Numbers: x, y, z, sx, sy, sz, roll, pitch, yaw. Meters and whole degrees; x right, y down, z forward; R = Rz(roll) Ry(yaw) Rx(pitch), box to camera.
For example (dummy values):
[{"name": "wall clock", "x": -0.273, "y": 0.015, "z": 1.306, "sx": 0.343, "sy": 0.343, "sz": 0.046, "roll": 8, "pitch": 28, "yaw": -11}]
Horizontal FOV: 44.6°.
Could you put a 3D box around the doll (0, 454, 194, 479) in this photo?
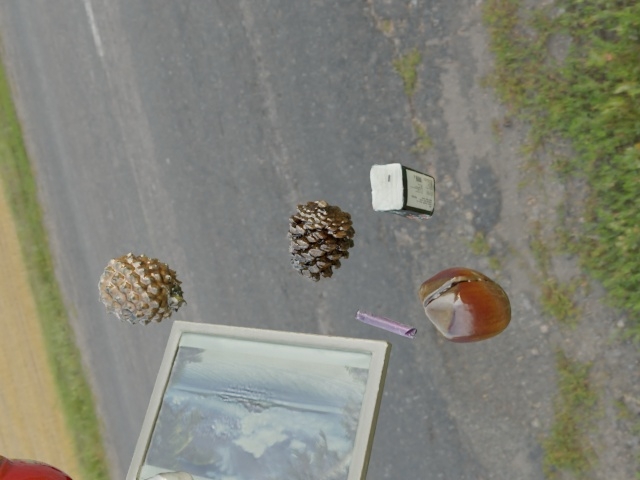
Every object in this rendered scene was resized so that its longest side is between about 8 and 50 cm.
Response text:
[{"name": "doll", "x": -0.216, "y": 0.186, "z": 0.528, "sx": 0.183, "sy": 0.217, "sz": 0.085, "roll": -17, "pitch": 77, "yaw": 39}]

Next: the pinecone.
[{"name": "pinecone", "x": 0.000, "y": 0.000, "z": 2.458, "sx": 0.224, "sy": 0.224, "sz": 0.272, "roll": 39, "pitch": 129, "yaw": 47}]

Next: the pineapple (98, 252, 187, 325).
[{"name": "pineapple", "x": -0.372, "y": 0.112, "z": 1.683, "sx": 0.193, "sy": 0.166, "sz": 0.166, "roll": 15, "pitch": 123, "yaw": 19}]

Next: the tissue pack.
[{"name": "tissue pack", "x": 0.179, "y": -0.104, "z": 1.679, "sx": 0.090, "sy": 0.170, "sz": 0.103, "roll": -4, "pitch": 83, "yaw": 33}]

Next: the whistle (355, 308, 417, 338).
[{"name": "whistle", "x": 0.182, "y": 0.232, "z": 2.170, "sx": 0.176, "sy": 0.033, "sz": 0.033, "roll": 19, "pitch": 134, "yaw": 5}]

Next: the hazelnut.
[{"name": "hazelnut", "x": 0.339, "y": 0.146, "z": 1.826, "sx": 0.181, "sy": 0.181, "sz": 0.212, "roll": 50, "pitch": -173, "yaw": -38}]

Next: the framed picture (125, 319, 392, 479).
[{"name": "framed picture", "x": -0.080, "y": 0.219, "z": 0.945, "sx": 0.315, "sy": 0.024, "sz": 0.232, "roll": 2, "pitch": 67, "yaw": 27}]
